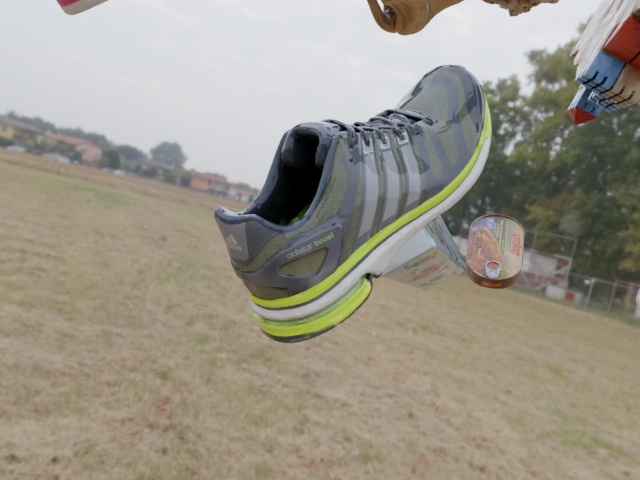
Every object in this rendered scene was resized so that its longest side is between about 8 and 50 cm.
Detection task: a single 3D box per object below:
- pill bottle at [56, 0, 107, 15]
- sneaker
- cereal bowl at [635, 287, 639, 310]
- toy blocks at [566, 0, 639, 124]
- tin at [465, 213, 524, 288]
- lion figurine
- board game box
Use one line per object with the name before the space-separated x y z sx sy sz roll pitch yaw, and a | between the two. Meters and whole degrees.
pill bottle | -0.388 -0.500 0.888 0.160 0.160 0.283 16 -39 46
sneaker | 0.038 -0.060 0.489 0.111 0.300 0.121 14 -35 43
cereal bowl | 0.589 0.099 0.740 0.339 0.141 0.339 18 22 -8
toy blocks | 0.540 -0.348 1.048 0.191 0.261 0.381 30 1 0
tin | 0.345 0.020 1.189 0.106 0.040 0.189 4 43 19
lion figurine | 0.210 -0.422 0.971 0.392 0.142 0.240 -20 -23 -3
board game box | 0.137 -0.042 1.028 0.098 0.224 0.303 -31 -19 15
